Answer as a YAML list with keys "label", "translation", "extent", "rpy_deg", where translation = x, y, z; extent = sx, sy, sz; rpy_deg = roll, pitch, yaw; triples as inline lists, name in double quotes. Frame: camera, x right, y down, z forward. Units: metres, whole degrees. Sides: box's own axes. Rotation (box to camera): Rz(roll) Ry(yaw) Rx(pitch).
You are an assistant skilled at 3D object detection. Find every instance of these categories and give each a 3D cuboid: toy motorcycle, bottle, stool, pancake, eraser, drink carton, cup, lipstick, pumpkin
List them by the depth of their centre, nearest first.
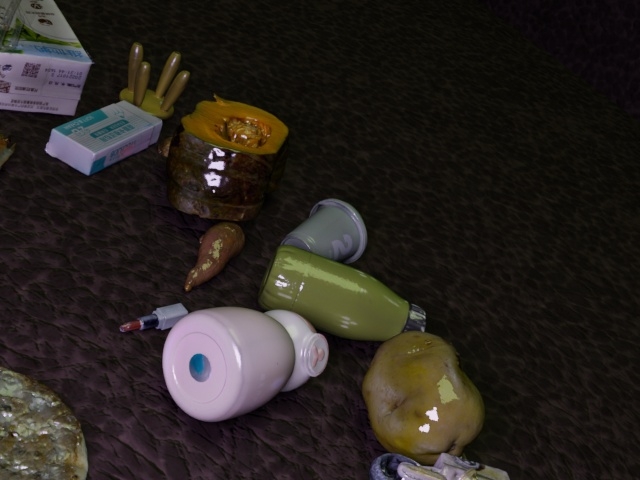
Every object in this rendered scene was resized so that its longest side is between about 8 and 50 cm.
- label: "pancake"
  translation: [-0.385, 0.236, 1.318]
  extent: [0.253, 0.037, 0.254]
  rpy_deg: [18, 30, -11]
- label: "toy motorcycle"
  translation: [0.222, 0.374, 1.468]
  extent: [0.340, 0.108, 0.223]
  rpy_deg: [19, 24, -21]
- label: "bottle"
  translation: [-0.089, 0.159, 1.571]
  extent: [0.147, 0.148, 0.236]
  rpy_deg: [40, 24, 27]
- label: "lipstick"
  translation: [-0.241, 0.115, 1.642]
  extent: [0.107, 0.025, 0.025]
  rpy_deg: [-12, 44, -40]
- label: "bottle"
  translation: [0.038, 0.097, 1.793]
  extent: [0.260, 0.112, 0.112]
  rpy_deg: [21, 28, -7]
- label: "cup"
  translation: [0.000, 0.000, 1.936]
  extent: [0.120, 0.120, 0.141]
  rpy_deg: [37, 40, 23]
- label: "pumpkin"
  translation: [-0.179, -0.148, 1.992]
  extent: [0.221, 0.139, 0.317]
  rpy_deg: [18, 24, 2]
- label: "eraser"
  translation: [-0.379, -0.185, 2.019]
  extent: [0.095, 0.052, 0.225]
  rpy_deg: [29, 28, 13]
- label: "drink carton"
  translation: [-0.573, -0.371, 2.104]
  extent: [0.194, 0.132, 0.324]
  rpy_deg: [1, 38, -37]
- label: "stool"
  translation: [-0.321, -0.305, 2.204]
  extent: [0.134, 0.110, 0.135]
  rpy_deg: [30, 28, 13]

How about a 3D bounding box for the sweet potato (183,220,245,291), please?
- label: "sweet potato"
  translation: [-0.168, 0.014, 1.830]
  extent: [0.068, 0.068, 0.226]
  rpy_deg: [26, 29, 4]

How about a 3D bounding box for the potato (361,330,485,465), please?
- label: "potato"
  translation: [0.140, 0.225, 1.608]
  extent: [0.137, 0.155, 0.200]
  rpy_deg: [1, 39, -27]

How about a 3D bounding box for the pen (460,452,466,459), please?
- label: "pen"
  translation: [0.163, 0.257, 1.705]
  extent: [0.040, 0.032, 0.233]
  rpy_deg: [31, 20, -42]

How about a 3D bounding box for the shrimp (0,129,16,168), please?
- label: "shrimp"
  translation: [-0.554, -0.133, 1.804]
  extent: [0.115, 0.051, 0.217]
  rpy_deg: [23, 31, 2]
